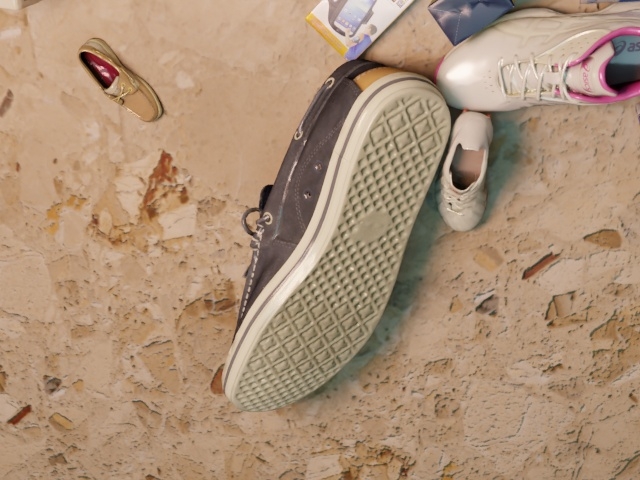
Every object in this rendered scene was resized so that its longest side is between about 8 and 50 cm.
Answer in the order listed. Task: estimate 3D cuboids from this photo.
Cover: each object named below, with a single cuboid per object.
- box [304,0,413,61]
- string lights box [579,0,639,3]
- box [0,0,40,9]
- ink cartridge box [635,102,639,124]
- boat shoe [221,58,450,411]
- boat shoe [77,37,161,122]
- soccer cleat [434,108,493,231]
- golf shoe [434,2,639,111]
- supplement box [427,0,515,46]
[{"bbox_3d":[0.055,-0.288,1.303,0.081,0.028,0.136,43,118,-7],"label":"box"},{"bbox_3d":[0.407,-0.326,1.148,0.259,0.077,0.133,1,96,14],"label":"string lights box"},{"bbox_3d":[-0.388,-0.444,1.281,0.121,0.148,0.311,8,114,11],"label":"box"},{"bbox_3d":[0.480,-0.137,1.251,0.207,0.046,0.097,-15,110,19],"label":"ink cartridge box"},{"bbox_3d":[0.000,0.000,1.365,0.186,0.156,0.500,6,118,-35],"label":"boat shoe"},{"bbox_3d":[-0.266,-0.203,1.413,0.135,0.045,0.050,44,117,-8],"label":"boat shoe"},{"bbox_3d":[0.172,-0.071,1.319,0.068,0.076,0.196,10,139,9],"label":"soccer cleat"},{"bbox_3d":[0.271,-0.202,1.225,0.306,0.140,0.115,-11,112,20],"label":"golf shoe"},{"bbox_3d":[0.176,-0.277,1.245,0.083,0.083,0.056,-31,104,25],"label":"supplement box"}]
